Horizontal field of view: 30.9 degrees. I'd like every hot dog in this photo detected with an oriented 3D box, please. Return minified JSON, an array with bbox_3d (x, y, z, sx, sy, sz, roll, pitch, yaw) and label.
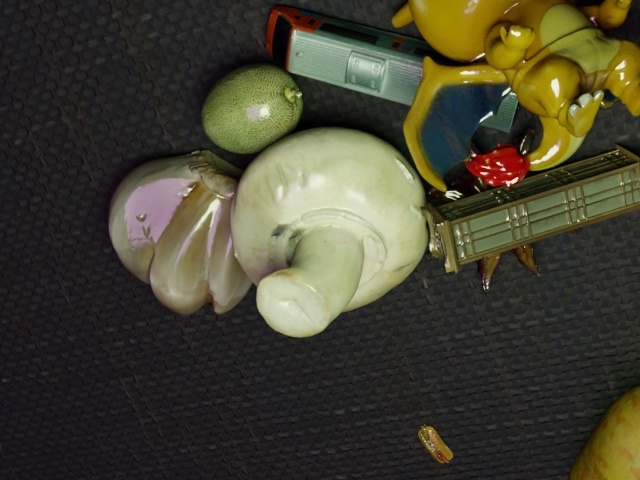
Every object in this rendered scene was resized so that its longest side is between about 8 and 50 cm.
[{"bbox_3d":[0.205,0.366,2.072,0.037,0.021,0.083,-35,103,27],"label":"hot dog"}]

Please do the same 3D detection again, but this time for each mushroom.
[{"bbox_3d":[-0.012,-0.013,1.796,0.315,0.356,0.315,39,147,32],"label":"mushroom"}]

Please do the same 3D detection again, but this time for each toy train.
[{"bbox_3d":[0.105,-0.262,1.755,0.410,0.089,0.086,16,124,8],"label":"toy train"}]

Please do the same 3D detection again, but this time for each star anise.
[{"bbox_3d":[0.274,-0.052,1.805,0.272,0.102,0.271,-3,110,-9],"label":"star anise"}]

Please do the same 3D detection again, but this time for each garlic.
[{"bbox_3d":[-0.232,-0.011,1.962,0.279,0.132,0.325,32,115,9],"label":"garlic"}]

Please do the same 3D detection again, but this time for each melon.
[{"bbox_3d":[-0.103,-0.207,1.812,0.192,0.139,0.139,-15,111,40],"label":"melon"}]

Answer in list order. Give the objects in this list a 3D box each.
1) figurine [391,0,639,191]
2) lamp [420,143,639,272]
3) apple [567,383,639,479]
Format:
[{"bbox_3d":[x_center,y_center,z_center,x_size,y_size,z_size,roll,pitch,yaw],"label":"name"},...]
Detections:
[{"bbox_3d":[0.248,-0.276,1.557,0.387,0.401,0.268,54,163,24],"label":"figurine"},{"bbox_3d":[0.318,-0.049,1.713,0.326,0.090,0.089,-17,114,-7],"label":"lamp"},{"bbox_3d":[0.583,0.397,1.811,0.401,0.333,0.400,-1,111,-3],"label":"apple"}]
